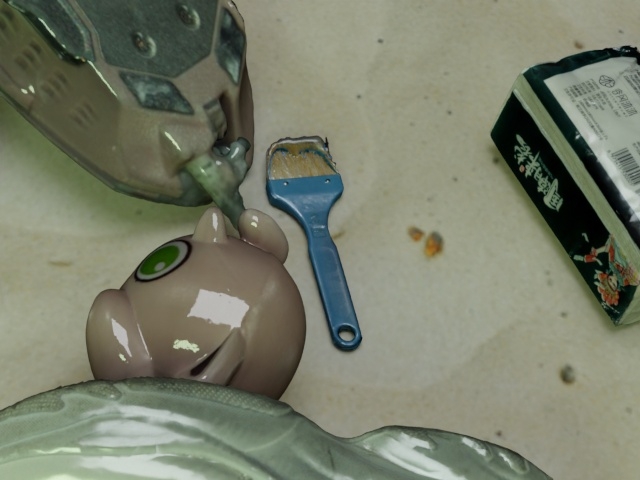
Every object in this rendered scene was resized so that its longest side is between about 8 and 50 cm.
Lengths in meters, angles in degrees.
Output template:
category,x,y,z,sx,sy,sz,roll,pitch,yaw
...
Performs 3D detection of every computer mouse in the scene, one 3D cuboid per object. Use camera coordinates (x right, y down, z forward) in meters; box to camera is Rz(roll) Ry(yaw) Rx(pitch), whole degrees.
category,x,y,z,sx,sy,sz,roll,pitch,yaw
computer mouse,-0.152,-0.147,0.990,0.389,0.115,0.199,57,44,-6

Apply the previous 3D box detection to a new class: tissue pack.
category,x,y,z,sx,sy,sz,roll,pitch,yaw
tissue pack,0.200,-0.041,1.008,0.103,0.090,0.170,-17,62,-20

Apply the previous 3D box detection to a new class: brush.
category,x,y,z,sx,sy,sz,roll,pitch,yaw
brush,0.000,0.000,0.991,0.051,0.014,0.164,-8,58,-14

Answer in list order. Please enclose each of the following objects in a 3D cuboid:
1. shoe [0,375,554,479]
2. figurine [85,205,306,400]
category,x,y,z,sx,sy,sz,roll,pitch,yaw
shoe,-0.036,0.193,0.772,0.342,0.132,0.211,10,54,-11
figurine,-0.070,0.053,0.873,0.125,0.125,0.138,23,50,6
